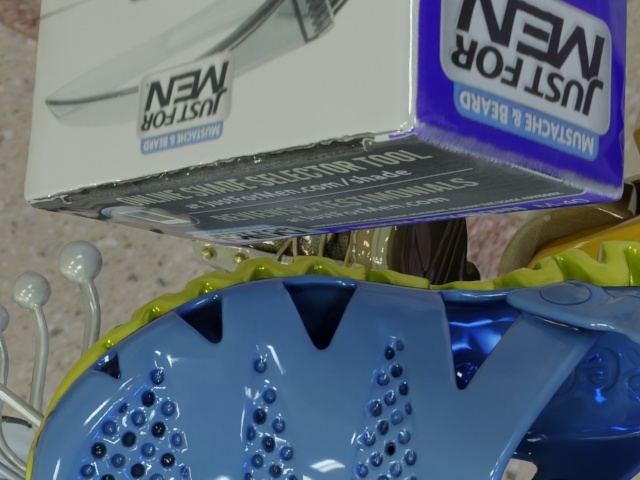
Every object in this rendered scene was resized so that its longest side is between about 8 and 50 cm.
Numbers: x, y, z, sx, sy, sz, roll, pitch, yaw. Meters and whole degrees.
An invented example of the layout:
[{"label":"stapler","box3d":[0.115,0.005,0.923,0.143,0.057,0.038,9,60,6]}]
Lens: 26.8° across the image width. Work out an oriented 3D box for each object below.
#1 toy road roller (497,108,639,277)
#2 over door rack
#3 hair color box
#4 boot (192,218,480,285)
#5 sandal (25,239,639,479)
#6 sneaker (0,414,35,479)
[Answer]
[{"label":"toy road roller","box3d":[0.262,-0.073,0.904,0.329,0.202,0.241,-20,96,19]},{"label":"over door rack","box3d":[-0.213,0.046,0.717,0.324,0.239,0.108,28,69,-17]},{"label":"hair color box","box3d":[0.003,-0.176,0.458,0.185,0.110,0.339,-6,76,46]},{"label":"boot","box3d":[0.000,0.000,0.762,0.165,0.213,0.077,21,80,17]},{"label":"sandal","box3d":[0.043,0.073,0.531,0.317,0.138,0.126,-11,109,-11]},{"label":"sneaker","box3d":[-0.325,0.176,1.026,0.111,0.297,0.129,-10,63,43]}]
